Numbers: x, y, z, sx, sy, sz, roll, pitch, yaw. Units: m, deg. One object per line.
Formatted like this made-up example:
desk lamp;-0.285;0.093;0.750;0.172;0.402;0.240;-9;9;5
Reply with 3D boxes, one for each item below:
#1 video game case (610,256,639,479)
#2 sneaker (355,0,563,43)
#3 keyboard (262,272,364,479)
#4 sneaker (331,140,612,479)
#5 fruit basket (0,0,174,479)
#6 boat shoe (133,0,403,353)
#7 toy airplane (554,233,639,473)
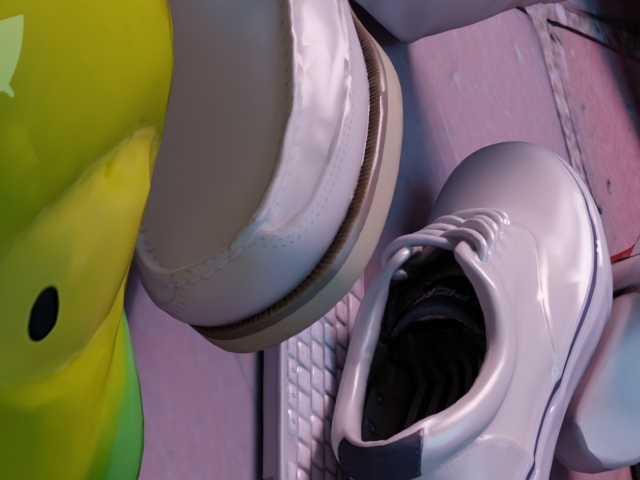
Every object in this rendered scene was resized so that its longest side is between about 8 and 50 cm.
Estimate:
video game case;0.233;0.157;1.134;0.196;0.026;0.274;20;55;-54
sneaker;0.052;-0.182;0.858;0.292;0.169;0.108;58;18;-55
keyboard;0.000;0.000;0.831;0.072;0.014;0.256;38;42;-46
sneaker;0.066;0.027;0.831;0.258;0.094;0.091;-76;150;-49
fruit basket;-0.129;-0.092;0.429;0.392;0.283;0.392;32;37;-28
boat shoe;-0.044;-0.094;0.721;0.103;0.113;0.302;44;27;-38
toy airplane;0.270;0.126;0.983;0.272;0.386;0.384;106;-33;-64
